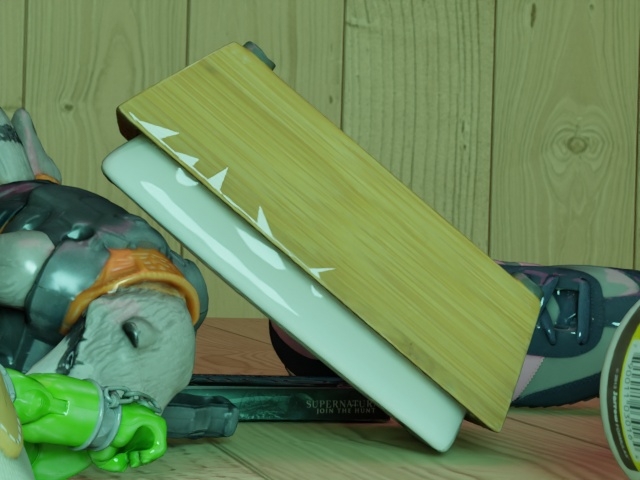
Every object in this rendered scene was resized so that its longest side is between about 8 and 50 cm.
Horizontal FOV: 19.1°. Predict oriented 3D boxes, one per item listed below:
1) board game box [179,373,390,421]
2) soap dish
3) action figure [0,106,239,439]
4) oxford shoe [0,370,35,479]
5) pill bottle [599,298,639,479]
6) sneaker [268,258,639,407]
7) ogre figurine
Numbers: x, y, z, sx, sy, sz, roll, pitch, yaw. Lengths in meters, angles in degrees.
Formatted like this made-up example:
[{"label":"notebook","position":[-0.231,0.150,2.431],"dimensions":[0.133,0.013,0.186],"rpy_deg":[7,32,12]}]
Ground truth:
[{"label":"board game box","position":[-0.055,0.111,1.359],"dimensions":[0.186,0.026,0.126],"rpy_deg":[2,0,-19]},{"label":"soap dish","position":[0.000,0.000,1.200],"dimensions":[0.291,0.118,0.229],"rpy_deg":[41,-3,-3]},{"label":"action figure","position":[-0.199,0.007,1.074],"dimensions":[0.341,0.178,0.330],"rpy_deg":[6,21,-47]},{"label":"oxford shoe","position":[-0.251,0.044,0.308],"dimensions":[0.449,0.130,0.169],"rpy_deg":[0,21,-30]},{"label":"pill bottle","position":[0.225,0.074,0.831],"dimensions":[0.117,0.117,0.215],"rpy_deg":[2,0,-26]},{"label":"sneaker","position":[0.115,0.062,1.442],"dimensions":[0.319,0.112,0.131],"rpy_deg":[-6,-24,8]},{"label":"ogre figurine","position":[-0.179,0.079,0.865],"dimensions":[0.197,0.097,0.118],"rpy_deg":[18,-10,27]}]
